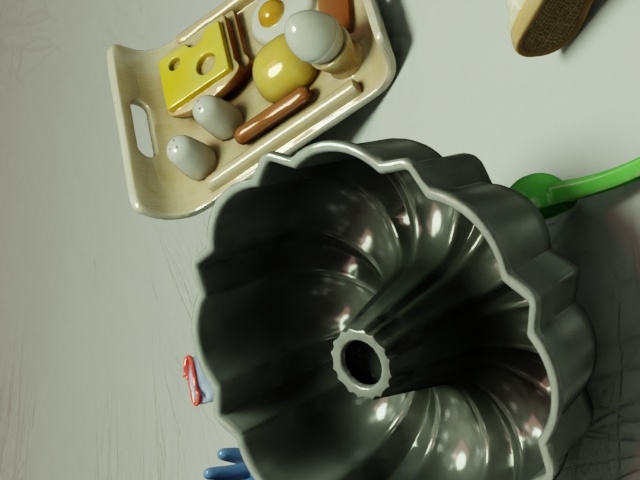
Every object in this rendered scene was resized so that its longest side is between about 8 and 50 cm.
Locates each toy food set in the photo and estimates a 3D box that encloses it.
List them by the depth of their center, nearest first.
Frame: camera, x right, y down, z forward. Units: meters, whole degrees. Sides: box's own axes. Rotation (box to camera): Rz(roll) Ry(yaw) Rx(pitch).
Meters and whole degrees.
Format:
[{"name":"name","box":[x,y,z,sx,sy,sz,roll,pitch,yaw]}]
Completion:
[{"name":"toy food set","box":[-0.075,-0.183,1.737,0.306,0.092,0.219,-32,50,23]}]

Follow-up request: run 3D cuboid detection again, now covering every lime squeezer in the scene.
[{"name":"lime squeezer","box":[0.169,0.022,1.355,0.110,0.059,0.310,40,128,22]}]

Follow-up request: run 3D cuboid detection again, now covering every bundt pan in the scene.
[{"name":"bundt pan","box":[0.066,0.071,1.338,0.331,0.124,0.330,17,117,35]}]

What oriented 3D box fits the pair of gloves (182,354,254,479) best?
[{"name":"pair of gloves","box":[-0.038,0.174,1.642,0.023,0.159,0.198,116,146,-59]}]

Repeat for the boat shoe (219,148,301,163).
[{"name":"boat shoe","box":[-0.074,-0.132,1.841,0.094,0.109,0.302,-64,29,33]}]

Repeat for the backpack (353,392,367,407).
[{"name":"backpack","box":[0.028,0.116,1.551,0.173,0.117,0.158,-65,31,34]}]

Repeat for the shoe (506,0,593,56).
[{"name":"shoe","box":[0.188,-0.213,1.303,0.219,0.077,0.058,128,135,-54]}]
